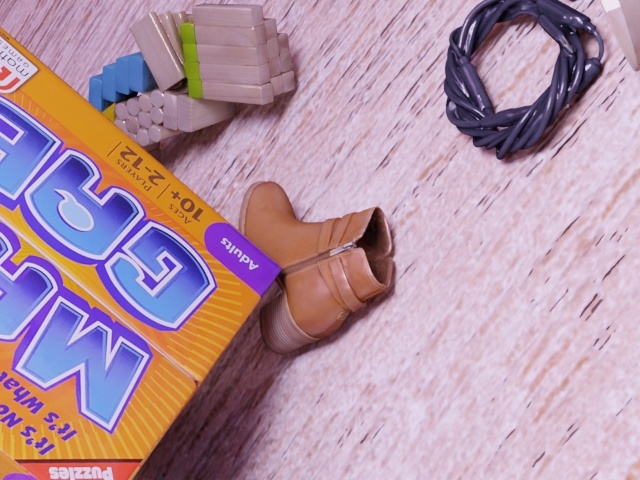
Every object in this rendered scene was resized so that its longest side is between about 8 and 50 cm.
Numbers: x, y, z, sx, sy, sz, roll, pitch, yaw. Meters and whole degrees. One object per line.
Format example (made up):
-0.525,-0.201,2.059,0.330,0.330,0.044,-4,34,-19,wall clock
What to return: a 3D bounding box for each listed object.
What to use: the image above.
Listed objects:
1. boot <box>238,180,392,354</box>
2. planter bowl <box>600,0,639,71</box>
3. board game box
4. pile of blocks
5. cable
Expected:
0.000,0.000,1.406,0.152,0.073,0.197,-35,55,36,boot
0.272,-0.230,1.152,0.109,0.162,0.162,-22,46,8,planter bowl
-0.326,0.100,1.347,0.356,0.356,0.356,-45,7,42,board game box
-0.161,-0.186,1.683,0.362,0.112,0.149,-23,93,40,pile of blocks
0.174,-0.154,1.313,0.150,0.047,0.184,-61,37,11,cable
